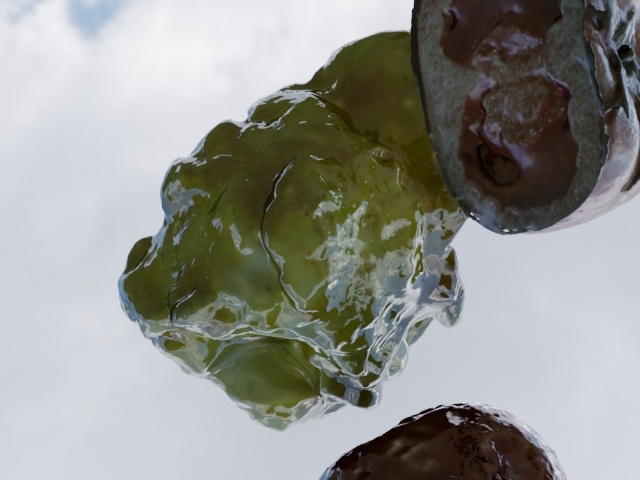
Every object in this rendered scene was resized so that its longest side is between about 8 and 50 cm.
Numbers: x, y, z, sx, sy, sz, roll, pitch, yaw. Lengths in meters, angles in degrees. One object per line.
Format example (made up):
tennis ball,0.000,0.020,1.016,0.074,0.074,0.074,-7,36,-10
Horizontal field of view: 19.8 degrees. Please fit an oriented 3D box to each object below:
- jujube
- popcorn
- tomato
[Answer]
jujube,0.081,0.243,1.434,0.197,0.290,0.197,17,-132,-20
popcorn,-0.012,-0.003,1.552,0.293,0.334,0.292,16,-123,-20
tomato,0.174,-0.114,1.270,0.180,0.155,0.214,-10,-95,45
